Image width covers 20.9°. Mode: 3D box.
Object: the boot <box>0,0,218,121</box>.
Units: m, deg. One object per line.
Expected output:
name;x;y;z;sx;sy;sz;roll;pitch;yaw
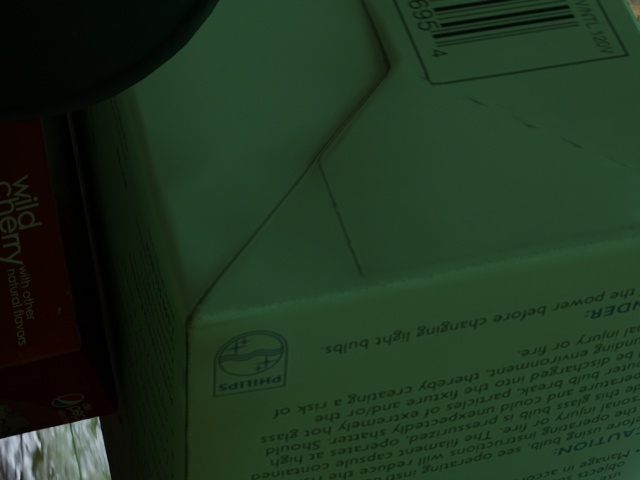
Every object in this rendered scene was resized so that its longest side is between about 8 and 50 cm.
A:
boot;-0.133;-0.077;0.152;0.367;0.146;0.445;44;12;-23

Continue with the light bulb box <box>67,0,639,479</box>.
light bulb box;0.000;0.000;0.858;0.361;0.225;0.358;96;-19;-49

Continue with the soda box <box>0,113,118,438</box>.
soda box;-0.164;-0.041;0.815;0.083;0.092;0.263;78;-1;-65
